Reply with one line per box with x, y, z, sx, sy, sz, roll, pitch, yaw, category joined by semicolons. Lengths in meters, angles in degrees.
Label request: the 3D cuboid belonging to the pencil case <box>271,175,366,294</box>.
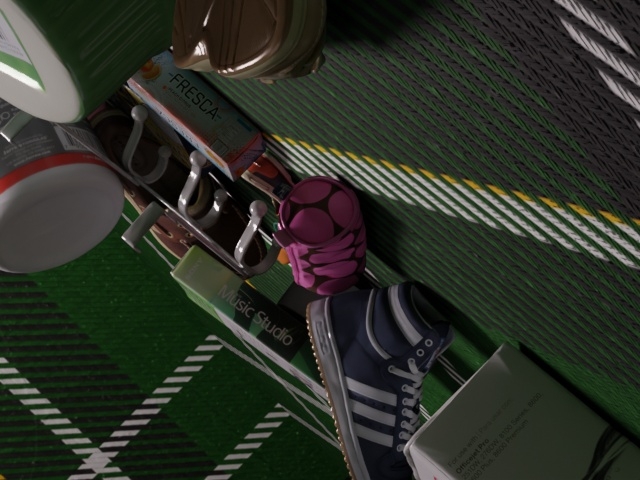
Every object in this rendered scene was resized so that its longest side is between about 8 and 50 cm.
0.000;0.000;1.660;0.095;0.098;0.209;41;170;18;pencil case

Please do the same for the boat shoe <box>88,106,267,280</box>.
-0.195;-0.053;2.104;0.342;0.123;0.123;47;173;-25;boat shoe

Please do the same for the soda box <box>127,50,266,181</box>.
-0.148;-0.153;1.738;0.183;0.058;0.063;42;170;16;soda box

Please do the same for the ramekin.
-0.294;-0.258;1.466;0.303;0.148;0.303;33;158;15;ramekin

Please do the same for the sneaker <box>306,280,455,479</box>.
0.096;0.184;1.698;0.099;0.153;0.282;-9;-100;-74;sneaker

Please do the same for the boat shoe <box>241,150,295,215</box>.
-0.042;-0.049;1.782;0.137;0.043;0.049;49;167;-31;boat shoe

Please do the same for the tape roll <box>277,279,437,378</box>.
0.048;0.123;1.969;0.219;0.072;0.219;37;172;6;tape roll

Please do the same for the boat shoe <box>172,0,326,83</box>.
-0.040;-0.175;1.166;0.098;0.109;0.302;6;-179;-18;boat shoe

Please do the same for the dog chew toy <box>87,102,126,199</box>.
-0.411;-0.184;2.287;0.206;0.206;0.332;35;158;43;dog chew toy

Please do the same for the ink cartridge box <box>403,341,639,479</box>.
0.298;0.323;1.586;0.395;0.166;0.285;40;168;21;ink cartridge box

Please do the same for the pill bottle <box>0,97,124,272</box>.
-0.429;-0.153;2.013;0.363;0.210;0.210;59;177;27;pill bottle

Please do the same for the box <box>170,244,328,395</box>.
-0.046;0.134;1.962;0.322;0.058;0.232;35;173;6;box

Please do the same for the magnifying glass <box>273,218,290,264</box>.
-0.036;0.010;2.044;0.092;0.026;0.231;44;171;-2;magnifying glass

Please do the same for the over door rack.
-0.194;-0.072;1.794;0.239;0.108;0.324;38;-171;25;over door rack

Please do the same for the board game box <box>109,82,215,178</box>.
-0.246;-0.199;1.979;0.243;0.042;0.165;40;169;22;board game box
